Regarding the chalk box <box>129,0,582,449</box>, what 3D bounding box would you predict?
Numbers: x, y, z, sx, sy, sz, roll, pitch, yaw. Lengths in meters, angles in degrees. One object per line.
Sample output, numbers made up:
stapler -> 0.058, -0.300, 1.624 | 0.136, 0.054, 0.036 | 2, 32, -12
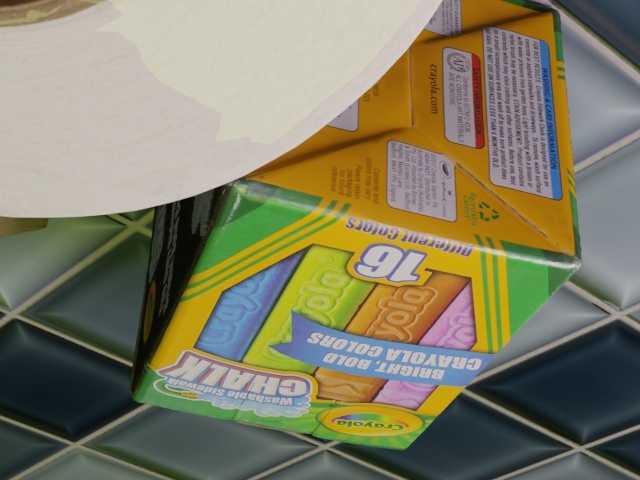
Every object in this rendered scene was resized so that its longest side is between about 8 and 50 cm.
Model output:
chalk box -> 0.000, 0.000, 0.699 | 0.179, 0.180, 0.289 | 12, 145, -14

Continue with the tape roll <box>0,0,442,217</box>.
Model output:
tape roll -> -0.125, -0.179, 0.401 | 0.392, 0.072, 0.392 | 2, 127, 3

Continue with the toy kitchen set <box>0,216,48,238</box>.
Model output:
toy kitchen set -> -0.215, -0.053, 0.768 | 0.068, 0.075, 0.083 | 30, 113, 23
